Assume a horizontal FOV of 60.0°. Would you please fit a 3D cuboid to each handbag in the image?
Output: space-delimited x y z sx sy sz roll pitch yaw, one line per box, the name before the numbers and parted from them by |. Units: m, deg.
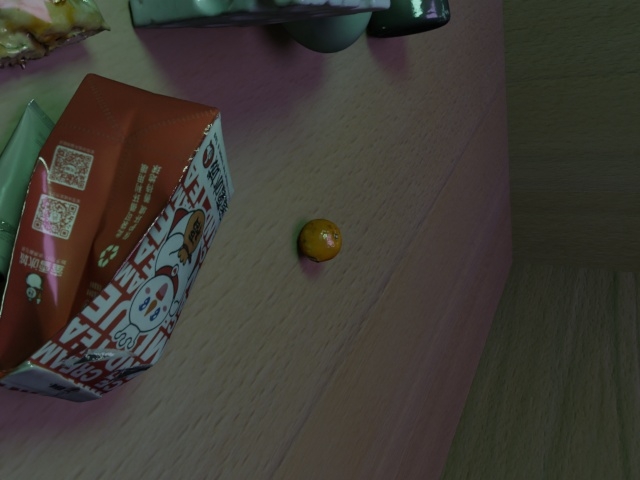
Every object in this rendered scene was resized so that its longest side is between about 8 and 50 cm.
handbag | -0.208 0.007 0.538 0.171 0.151 0.298 96 14 -65

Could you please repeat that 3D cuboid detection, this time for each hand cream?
hand cream | -0.290 -0.038 0.527 0.087 0.054 0.186 64 34 -52

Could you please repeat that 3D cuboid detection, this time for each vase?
vase | 0.172 -0.608 1.169 0.173 0.173 0.320 -28 113 -57

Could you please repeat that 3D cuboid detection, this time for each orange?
orange | 0.000 -0.001 1.025 0.084 0.084 0.083 -16 108 -60

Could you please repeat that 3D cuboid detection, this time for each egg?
egg | -0.002 -0.411 0.862 0.168 0.168 0.230 -44 125 -50

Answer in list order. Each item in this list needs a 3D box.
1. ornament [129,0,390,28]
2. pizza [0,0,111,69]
ornament | -0.076 -0.390 0.659 0.240 0.239 0.239 -34 123 -54
pizza | -0.302 -0.223 0.449 0.297 0.071 0.189 30 67 -59
